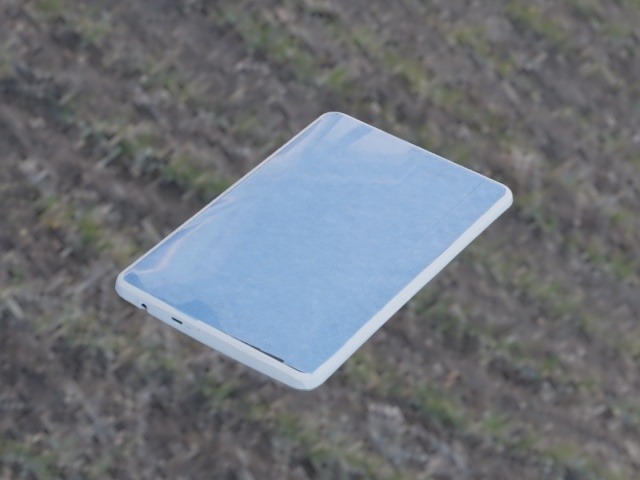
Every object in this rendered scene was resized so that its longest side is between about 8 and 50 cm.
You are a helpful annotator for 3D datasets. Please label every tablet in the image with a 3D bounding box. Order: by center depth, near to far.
[{"bbox_3d":[0.000,0.000,0.429,0.054,0.006,0.083,26,44,25],"label":"tablet"}]
